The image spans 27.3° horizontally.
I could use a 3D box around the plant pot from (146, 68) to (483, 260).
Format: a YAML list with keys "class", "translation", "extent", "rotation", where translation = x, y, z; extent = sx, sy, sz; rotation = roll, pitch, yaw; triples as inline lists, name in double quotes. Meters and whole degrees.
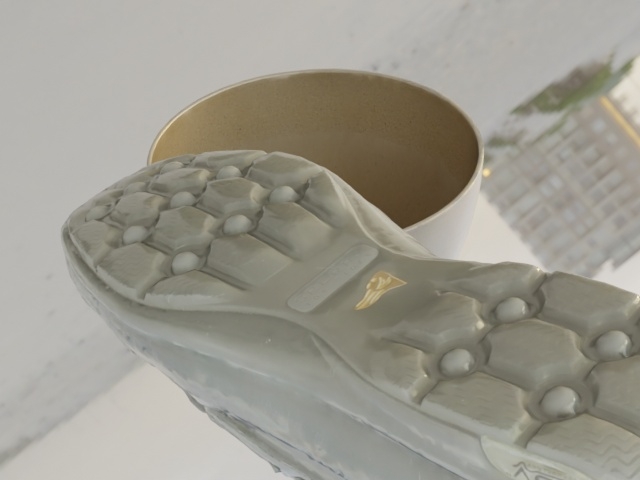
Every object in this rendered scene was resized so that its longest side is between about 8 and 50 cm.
- class: "plant pot"
  translation: [0.000, 0.000, 1.159]
  extent: [0.284, 0.284, 0.191]
  rotation: [-44, 141, -43]

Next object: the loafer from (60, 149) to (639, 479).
- class: "loafer"
  translation: [0.012, 0.049, 0.472]
  extent: [0.112, 0.111, 0.319]
  rotation: [-34, -144, -25]
